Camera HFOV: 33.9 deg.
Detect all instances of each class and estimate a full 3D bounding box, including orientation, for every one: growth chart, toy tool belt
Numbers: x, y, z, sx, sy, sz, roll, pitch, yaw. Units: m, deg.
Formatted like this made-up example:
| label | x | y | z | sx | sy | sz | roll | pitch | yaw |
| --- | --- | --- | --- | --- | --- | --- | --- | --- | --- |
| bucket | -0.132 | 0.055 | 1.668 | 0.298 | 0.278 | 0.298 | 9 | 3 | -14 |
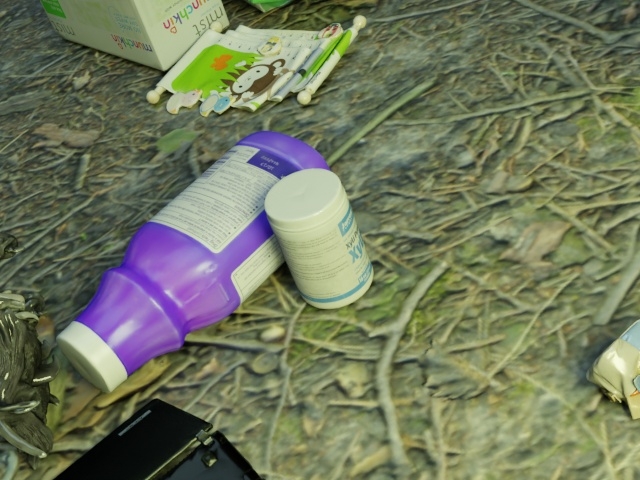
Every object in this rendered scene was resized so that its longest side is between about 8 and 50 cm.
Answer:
| label | x | y | z | sx | sy | sz | roll | pitch | yaw |
| --- | --- | --- | --- | --- | --- | --- | --- | --- | --- |
| growth chart | -0.080 | -0.206 | 1.239 | 0.237 | 0.021 | 0.172 | 6 | 51 | 30 |
| toy tool belt | 0.235 | 0.085 | 0.751 | 0.083 | 0.052 | 0.051 | -40 | 74 | -16 |

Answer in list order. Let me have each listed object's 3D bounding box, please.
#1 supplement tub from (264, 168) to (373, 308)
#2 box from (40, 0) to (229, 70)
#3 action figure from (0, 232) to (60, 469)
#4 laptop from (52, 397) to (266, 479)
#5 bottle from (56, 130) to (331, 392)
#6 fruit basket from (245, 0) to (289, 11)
| label | x | y | z | sx | sy | sz | roll | pitch | yaw |
| --- | --- | --- | --- | --- | --- | --- | --- | --- | --- |
| supplement tub | 0.000 | 0.000 | 0.900 | 0.071 | 0.107 | 0.071 | -12 | 40 | 11 |
| box | -0.270 | -0.365 | 1.344 | 0.262 | 0.231 | 0.127 | 24 | 55 | 41 |
| action figure | -0.296 | 0.097 | 0.894 | 0.141 | 0.164 | 0.276 | -17 | 29 | -11 |
| laptop | -0.135 | 0.253 | 0.748 | 0.234 | 0.136 | 0.264 | -39 | 68 | -19 |
| bottle | -0.110 | 0.017 | 0.943 | 0.118 | 0.092 | 0.283 | 20 | 55 | 40 |
| fruit basket | 0.009 | -0.427 | 1.386 | 0.353 | 0.165 | 0.327 | -21 | 37 | -24 |
